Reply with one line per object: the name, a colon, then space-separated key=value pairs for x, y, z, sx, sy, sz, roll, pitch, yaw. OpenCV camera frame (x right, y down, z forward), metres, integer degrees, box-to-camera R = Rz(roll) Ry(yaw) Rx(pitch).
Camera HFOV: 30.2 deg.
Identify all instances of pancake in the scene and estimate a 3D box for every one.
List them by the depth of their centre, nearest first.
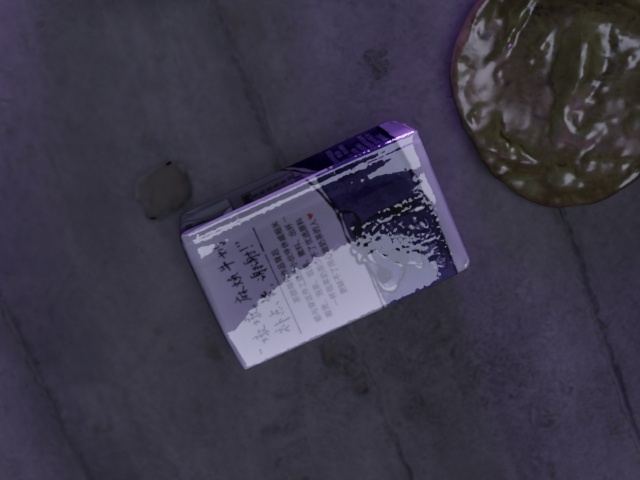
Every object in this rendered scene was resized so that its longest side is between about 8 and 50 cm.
pancake: x=0.232 y=-0.142 z=1.074 sx=0.241 sy=0.050 sz=0.242 roll=-1 pitch=109 yaw=-3

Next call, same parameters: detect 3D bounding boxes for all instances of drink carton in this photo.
drink carton: x=0.000 y=0.001 z=1.041 sx=0.222 sy=0.102 sz=0.134 roll=-24 pitch=105 yaw=-3
